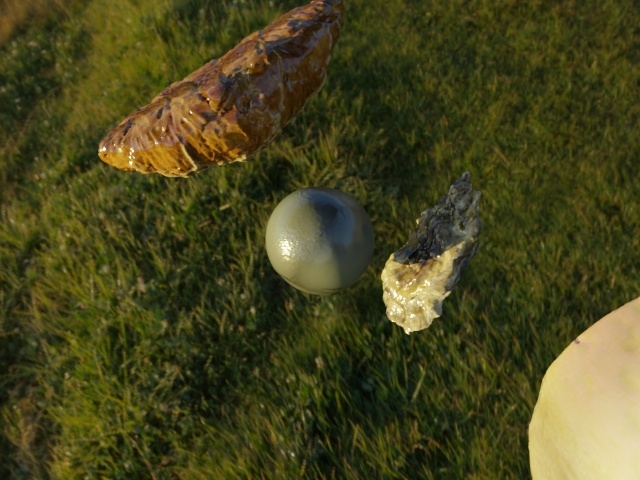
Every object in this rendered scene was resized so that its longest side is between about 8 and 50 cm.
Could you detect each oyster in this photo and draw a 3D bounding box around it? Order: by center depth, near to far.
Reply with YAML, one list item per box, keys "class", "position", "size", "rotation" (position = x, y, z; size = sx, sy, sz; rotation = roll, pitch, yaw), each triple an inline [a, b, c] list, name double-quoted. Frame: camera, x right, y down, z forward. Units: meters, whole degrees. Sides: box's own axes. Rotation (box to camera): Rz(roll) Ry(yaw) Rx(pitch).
- class: "oyster"
  position: [0.109, 0.008, 0.708]
  size: [0.165, 0.053, 0.108]
  rotation: [-58, 17, 6]

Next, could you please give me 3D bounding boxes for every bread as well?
- class: "bread"
  position: [-0.066, -0.112, 0.574]
  size: [0.233, 0.076, 0.105]
  rotation: [-36, 30, -4]

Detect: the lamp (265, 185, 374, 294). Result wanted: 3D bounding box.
- class: "lamp"
  position: [0.000, 0.000, 0.668]
  size: [0.105, 0.105, 0.105]
  rotation: [-8, 49, 9]

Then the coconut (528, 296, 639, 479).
- class: "coconut"
  position: [0.219, 0.129, 0.369]
  size: [0.197, 0.237, 0.236]
  rotation: [-34, 48, 4]
